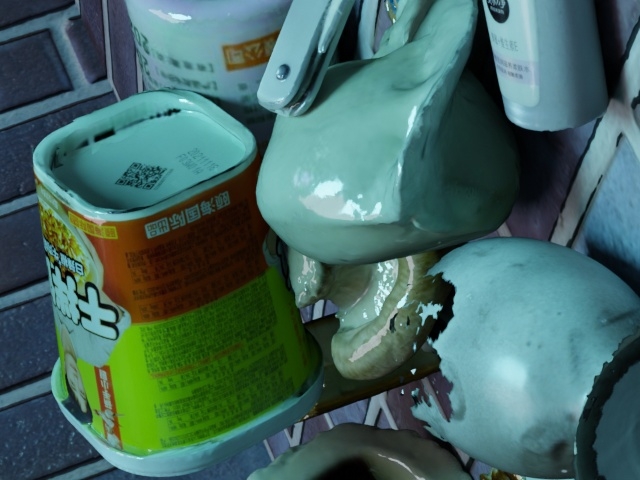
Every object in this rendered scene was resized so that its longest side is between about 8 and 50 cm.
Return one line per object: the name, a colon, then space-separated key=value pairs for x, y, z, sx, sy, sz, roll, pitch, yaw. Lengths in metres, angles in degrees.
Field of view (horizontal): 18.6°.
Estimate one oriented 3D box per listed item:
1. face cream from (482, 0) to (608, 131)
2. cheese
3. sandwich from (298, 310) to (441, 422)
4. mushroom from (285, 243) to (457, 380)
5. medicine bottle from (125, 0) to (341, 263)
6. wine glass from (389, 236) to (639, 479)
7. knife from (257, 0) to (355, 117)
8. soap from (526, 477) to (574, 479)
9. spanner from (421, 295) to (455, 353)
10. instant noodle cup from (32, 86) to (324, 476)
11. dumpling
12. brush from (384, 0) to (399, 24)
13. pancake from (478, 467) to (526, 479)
face cream: x=0.148 y=-0.215 z=1.398 sx=0.107 sy=0.073 sz=0.269 roll=27 pitch=136 yaw=52
cheese: x=0.028 y=0.376 z=2.232 sx=0.292 sy=0.332 sz=0.153 roll=45 pitch=154 yaw=38
sandwich: x=0.020 y=0.137 z=2.244 sx=0.220 sy=0.186 sz=0.108 roll=142 pitch=110 yaw=-78
mushroom: x=0.062 y=-0.004 z=1.957 sx=0.151 sy=0.156 sz=0.285 roll=-7 pitch=95 yaw=44
medicine bottle: x=-0.081 y=-0.157 z=2.129 sx=0.219 sy=0.219 sz=0.388 roll=-122 pitch=18 yaw=-44
wine glass: x=0.193 y=0.107 z=1.464 sx=0.357 sy=0.190 sz=0.190 roll=26 pitch=135 yaw=66
knife: x=0.020 y=-0.226 z=1.626 sx=0.040 sy=0.265 sz=0.073 roll=25 pitch=179 yaw=-35
soap: x=0.265 y=0.265 z=1.607 sx=0.265 sy=0.087 sz=0.160 roll=-137 pitch=29 yaw=-64
spanner: x=0.129 y=0.087 z=2.032 sx=0.325 sy=0.040 sz=0.095 roll=-134 pitch=27 yaw=-59
instant noodle cup: x=-0.157 y=0.032 z=1.997 sx=0.294 sy=0.294 sz=0.308 roll=-126 pitch=22 yaw=-52
dumpling: x=0.074 y=-0.078 z=1.694 sx=0.321 sy=0.270 sz=0.212 roll=1 pitch=136 yaw=52
brush: x=0.080 y=-0.242 z=1.790 sx=0.164 sy=0.014 sz=0.051 roll=101 pitch=146 yaw=-65
pancake: x=0.207 y=0.330 z=2.036 sx=0.257 sy=0.056 sz=0.212 roll=115 pitch=134 yaw=-73
